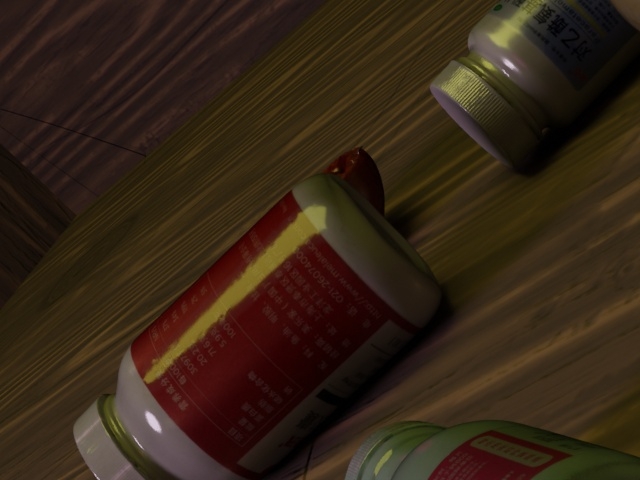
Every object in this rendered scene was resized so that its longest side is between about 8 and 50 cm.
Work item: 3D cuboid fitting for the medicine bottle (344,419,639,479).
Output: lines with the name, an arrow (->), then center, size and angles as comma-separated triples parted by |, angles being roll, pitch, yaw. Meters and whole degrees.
medicine bottle -> 0.073, 0.119, 0.632 | 0.090, 0.090, 0.216 | -48, 12, -11

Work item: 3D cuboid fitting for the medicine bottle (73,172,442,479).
medicine bottle -> -0.044, 0.078, 1.049 | 0.250, 0.131, 0.131 | -44, 12, 8

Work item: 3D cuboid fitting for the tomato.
tomato -> -0.004, 0.005, 1.266 | 0.166, 0.082, 0.174 | -41, 8, -1

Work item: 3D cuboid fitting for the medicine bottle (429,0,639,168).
medicine bottle -> 0.175, -0.149, 1.129 | 0.186, 0.103, 0.103 | -45, 12, 0

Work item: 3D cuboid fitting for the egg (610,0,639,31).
egg -> 0.246, -0.196, 0.935 | 0.164, 0.164, 0.201 | -36, 11, 36
